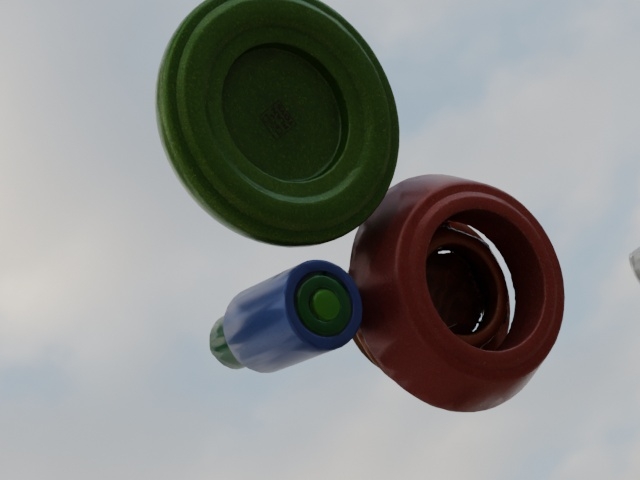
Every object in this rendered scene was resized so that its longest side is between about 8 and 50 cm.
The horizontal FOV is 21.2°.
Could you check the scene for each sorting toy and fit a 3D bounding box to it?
[{"bbox_3d":[0.000,0.000,0.339,0.102,0.042,0.061,42,-121,-15],"label":"sorting toy"}]

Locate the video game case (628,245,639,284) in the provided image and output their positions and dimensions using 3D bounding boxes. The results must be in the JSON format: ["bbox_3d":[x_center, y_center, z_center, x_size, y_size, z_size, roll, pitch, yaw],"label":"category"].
[{"bbox_3d":[0.201,-0.019,0.577,0.157,0.019,0.143,-36,-28,28],"label":"video game case"}]
